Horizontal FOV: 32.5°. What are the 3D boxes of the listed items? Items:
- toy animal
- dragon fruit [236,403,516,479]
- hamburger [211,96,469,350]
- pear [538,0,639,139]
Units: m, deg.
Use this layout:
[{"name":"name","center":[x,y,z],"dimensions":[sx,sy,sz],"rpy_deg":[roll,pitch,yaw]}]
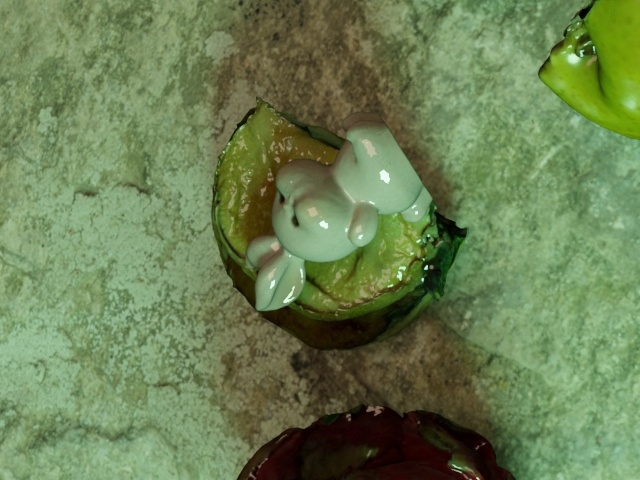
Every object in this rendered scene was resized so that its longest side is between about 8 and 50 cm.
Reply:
[{"name":"toy animal","center":[-0.004,-0.023,1.031],"dimensions":[0.212,0.124,0.124],"rpy_deg":[-39,68,8]},{"name":"dragon fruit","center":[0.055,0.304,0.998],"dimensions":[0.329,0.329,0.329],"rpy_deg":[-4,81,24]},{"name":"hamburger","center":[0.000,0.000,1.159],"dimensions":[0.309,0.132,0.211],"rpy_deg":[34,97,24]},{"name":"pear","center":[0.381,-0.213,0.934],"dimensions":[0.386,0.340,0.191],"rpy_deg":[-42,87,-15]}]
